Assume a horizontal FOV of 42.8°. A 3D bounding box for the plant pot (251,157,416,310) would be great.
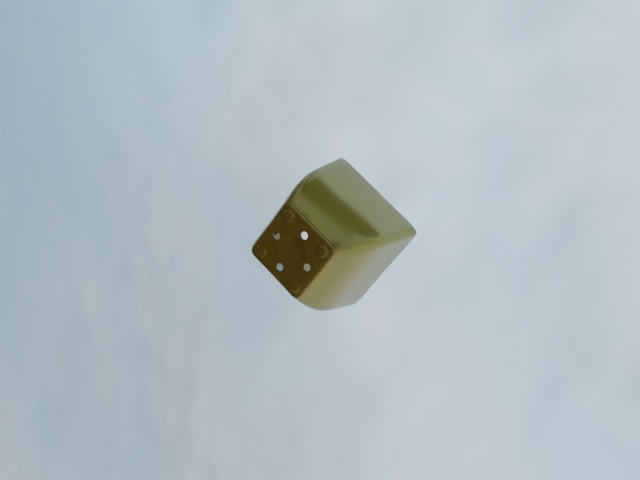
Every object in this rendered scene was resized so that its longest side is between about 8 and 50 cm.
[{"bbox_3d":[0.000,0.000,0.571,0.081,0.083,0.081,46,-63,15],"label":"plant pot"}]
